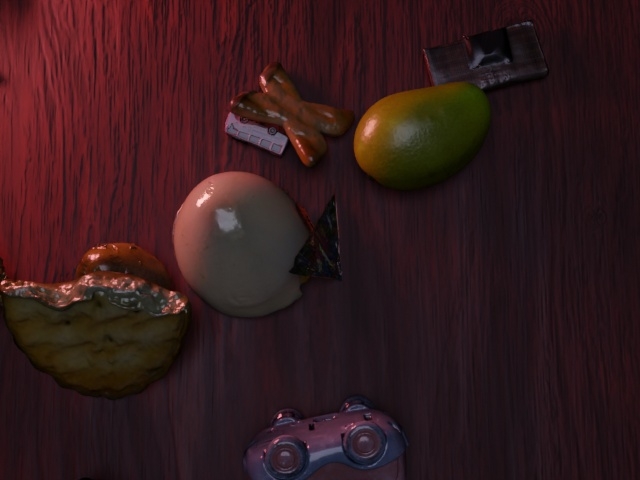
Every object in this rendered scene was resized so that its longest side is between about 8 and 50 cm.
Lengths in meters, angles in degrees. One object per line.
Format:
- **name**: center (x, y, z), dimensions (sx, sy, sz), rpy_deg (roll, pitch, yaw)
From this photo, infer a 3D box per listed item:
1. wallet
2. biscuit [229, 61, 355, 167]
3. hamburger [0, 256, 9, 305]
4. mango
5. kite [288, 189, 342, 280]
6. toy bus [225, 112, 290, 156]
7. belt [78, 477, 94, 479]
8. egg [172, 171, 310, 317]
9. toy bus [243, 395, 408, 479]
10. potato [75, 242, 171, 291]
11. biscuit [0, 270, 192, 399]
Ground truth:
- **wallet**: center (0.327, -0.354, 1.551), dimensions (0.230, 0.042, 0.124), rpy_deg (-15, 85, 1)
- **biscuit**: center (-0.054, -0.247, 1.522), dimensions (0.208, 0.047, 0.164), rpy_deg (36, 60, 5)
- **hamburger**: center (-0.692, 0.070, 1.478), dimensions (0.215, 0.122, 0.189), rpy_deg (36, 91, 1)
- **mango**: center (0.198, -0.194, 1.479), dimensions (0.273, 0.149, 0.185), rpy_deg (-13, 90, -3)
- **kite**: center (0.000, 0.000, 1.485), dimensions (0.009, 0.232, 0.189), rpy_deg (-11, 123, 36)
- **toy bus**: center (-0.126, -0.209, 1.544), dimensions (0.131, 0.037, 0.052), rpy_deg (23, 89, 2)
- **belt**: center (-0.370, 0.510, 1.400), dimensions (0.198, 0.151, 0.078), rpy_deg (35, 84, 3)
- **egg**: center (-0.154, 0.007, 1.450), dimensions (0.264, 0.174, 0.286), rpy_deg (-23, 86, 2)
- **toy bus**: center (0.019, 0.423, 1.392), dimensions (0.294, 0.197, 0.231), rpy_deg (-11, 93, -2)
- **potato**: center (-0.370, 0.074, 1.472), dimensions (0.176, 0.137, 0.137), rpy_deg (31, 84, -16)
- **biscuit**: center (-0.411, 0.148, 1.402), dimensions (0.335, 0.078, 0.329), rpy_deg (37, 117, -22)
